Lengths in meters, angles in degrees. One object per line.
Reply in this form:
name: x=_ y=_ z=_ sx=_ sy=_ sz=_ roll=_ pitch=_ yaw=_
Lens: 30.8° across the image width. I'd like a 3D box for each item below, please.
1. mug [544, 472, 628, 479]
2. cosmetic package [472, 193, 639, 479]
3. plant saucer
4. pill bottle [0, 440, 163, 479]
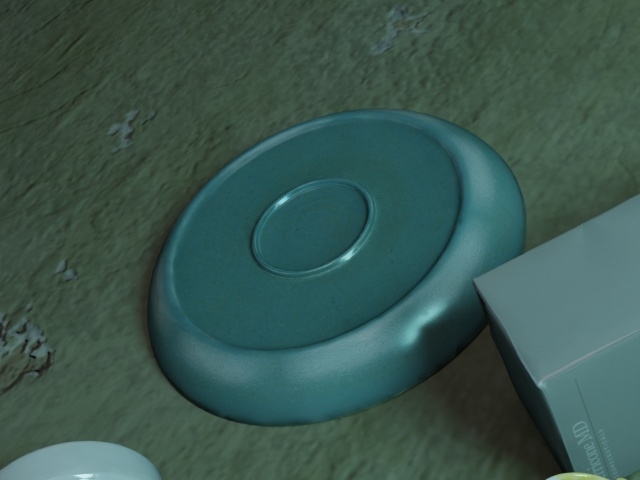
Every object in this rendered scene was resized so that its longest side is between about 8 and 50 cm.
mug: x=0.150 y=0.171 z=0.641 sx=0.078 sy=0.064 sz=0.062 roll=-7 pitch=32 yaw=-20
cosmetic package: x=0.224 y=0.037 z=0.690 sx=0.238 sy=0.127 sz=0.107 roll=-30 pitch=41 yaw=0
plant saucer: x=0.000 y=0.000 z=0.909 sx=0.317 sy=0.044 sz=0.318 roll=-15 pitch=44 yaw=15
pill bottle: x=-0.122 y=0.249 z=0.644 sx=0.153 sy=0.153 sz=0.265 roll=-27 pitch=42 yaw=1
